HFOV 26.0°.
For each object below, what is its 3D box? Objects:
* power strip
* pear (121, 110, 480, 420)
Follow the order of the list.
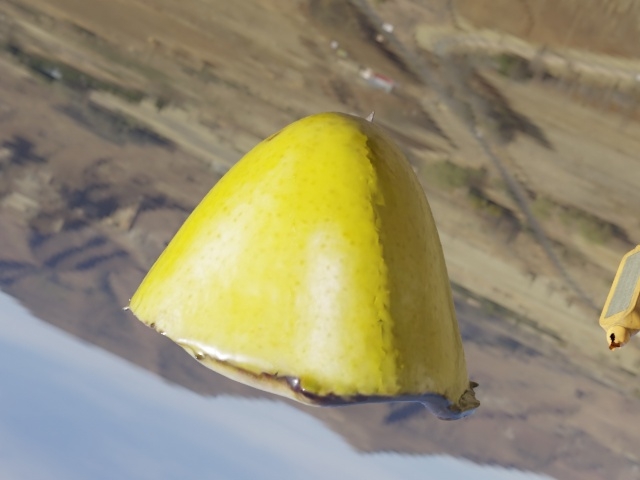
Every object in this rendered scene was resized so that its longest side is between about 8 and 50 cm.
[{"bbox_3d":[0.343,0.063,1.528,0.049,0.178,0.028,-30,108,40],"label":"power strip"},{"bbox_3d":[-0.002,-0.001,0.947,0.266,0.178,0.267,10,-168,-2],"label":"pear"}]
